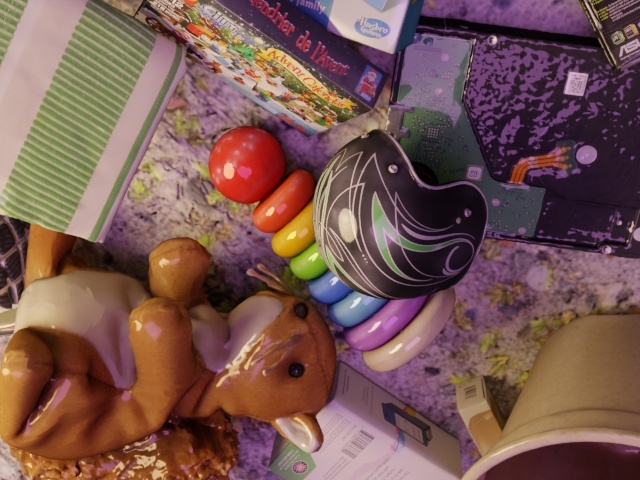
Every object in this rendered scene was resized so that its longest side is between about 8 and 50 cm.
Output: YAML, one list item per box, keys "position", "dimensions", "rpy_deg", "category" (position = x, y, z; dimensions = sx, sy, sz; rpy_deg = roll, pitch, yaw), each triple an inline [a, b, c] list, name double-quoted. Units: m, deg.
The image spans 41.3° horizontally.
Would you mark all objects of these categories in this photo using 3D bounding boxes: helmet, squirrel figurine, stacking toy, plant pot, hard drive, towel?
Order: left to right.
- position: [-0.310, -0.142, 0.810]
  dimensions: [0.325, 0.038, 0.247]
  rpy_deg: [19, 107, -36]
  category: "towel"
- position: [-0.178, 0.177, 1.031]
  dimensions: [0.371, 0.281, 0.396]
  rpy_deg: [6, 124, -15]
  category: "squirrel figurine"
- position: [0.000, 0.000, 0.990]
  dimensions: [0.330, 0.141, 0.141]
  rpy_deg: [44, 112, -11]
  category: "stacking toy"
- position: [0.070, -0.024, 0.873]
  dimensions: [0.162, 0.169, 0.169]
  rpy_deg: [11, 118, -23]
  category: "helmet"
- position: [0.240, -0.112, 0.945]
  dimensions: [0.339, 0.064, 0.236]
  rpy_deg: [7, 116, 1]
  category: "hard drive"
- position: [0.335, 0.248, 0.956]
  dimensions: [0.334, 0.305, 0.333]
  rpy_deg: [10, 122, 16]
  category: "plant pot"

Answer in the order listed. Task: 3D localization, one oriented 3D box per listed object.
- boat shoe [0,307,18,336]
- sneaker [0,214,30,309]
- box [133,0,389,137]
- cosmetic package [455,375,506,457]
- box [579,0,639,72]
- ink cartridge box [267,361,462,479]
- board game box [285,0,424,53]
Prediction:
- position: [-0.382, 0.112, 1.123]
  dimensions: [0.137, 0.049, 0.043]
  rpy_deg: [-12, 116, 6]
  category: "boat shoe"
- position: [-0.445, -0.039, 1.042]
  dimensions: [0.110, 0.107, 0.275]
  rpy_deg: [-14, 110, 33]
  category: "sneaker"
- position: [-0.066, -0.197, 0.867]
  dimensions: [0.233, 0.159, 0.044]
  rpy_deg: [31, 75, -20]
  category: "box"
- position: [0.220, 0.244, 1.122]
  dimensions: [0.041, 0.060, 0.115]
  rpy_deg: [-23, 113, 15]
  category: "cosmetic package"
- position: [0.337, -0.289, 0.825]
  dimensions: [0.191, 0.045, 0.184]
  rpy_deg: [-27, 84, 16]
  category: "box"
- position: [0.062, 0.289, 1.141]
  dimensions: [0.212, 0.093, 0.154]
  rpy_deg: [35, 115, -10]
  category: "ink cartridge box"
- position: [0.009, -0.379, 0.795]
  dimensions: [0.254, 0.079, 0.336]
  rpy_deg: [22, 117, 12]
  category: "board game box"
